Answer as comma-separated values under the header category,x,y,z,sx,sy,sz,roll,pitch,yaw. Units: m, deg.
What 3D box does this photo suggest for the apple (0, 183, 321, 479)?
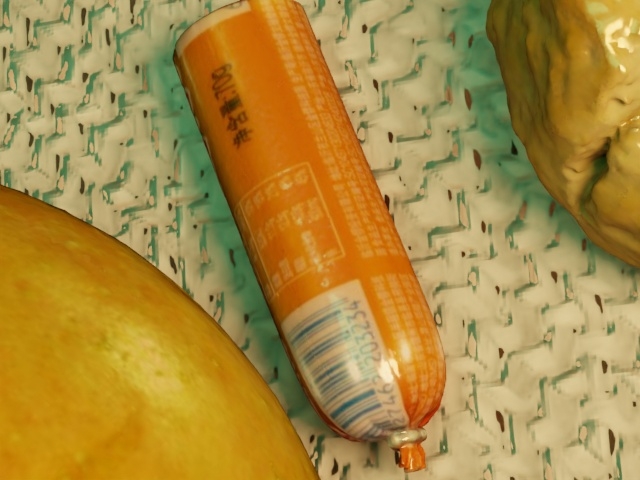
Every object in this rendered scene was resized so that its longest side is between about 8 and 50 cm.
category,x,y,z,sx,sy,sz,roll,pitch,yaw
apple,-0.177,0.166,0.700,0.374,0.374,0.384,31,71,22

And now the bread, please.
category,x,y,z,sx,sy,sz,roll,pitch,yaw
bread,0.186,-0.100,0.777,0.244,0.134,0.244,-6,72,17

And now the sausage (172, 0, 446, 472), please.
category,x,y,z,sx,sy,sz,roll,pitch,yaw
sausage,0.000,0.000,0.841,0.071,0.071,0.234,-25,69,9
